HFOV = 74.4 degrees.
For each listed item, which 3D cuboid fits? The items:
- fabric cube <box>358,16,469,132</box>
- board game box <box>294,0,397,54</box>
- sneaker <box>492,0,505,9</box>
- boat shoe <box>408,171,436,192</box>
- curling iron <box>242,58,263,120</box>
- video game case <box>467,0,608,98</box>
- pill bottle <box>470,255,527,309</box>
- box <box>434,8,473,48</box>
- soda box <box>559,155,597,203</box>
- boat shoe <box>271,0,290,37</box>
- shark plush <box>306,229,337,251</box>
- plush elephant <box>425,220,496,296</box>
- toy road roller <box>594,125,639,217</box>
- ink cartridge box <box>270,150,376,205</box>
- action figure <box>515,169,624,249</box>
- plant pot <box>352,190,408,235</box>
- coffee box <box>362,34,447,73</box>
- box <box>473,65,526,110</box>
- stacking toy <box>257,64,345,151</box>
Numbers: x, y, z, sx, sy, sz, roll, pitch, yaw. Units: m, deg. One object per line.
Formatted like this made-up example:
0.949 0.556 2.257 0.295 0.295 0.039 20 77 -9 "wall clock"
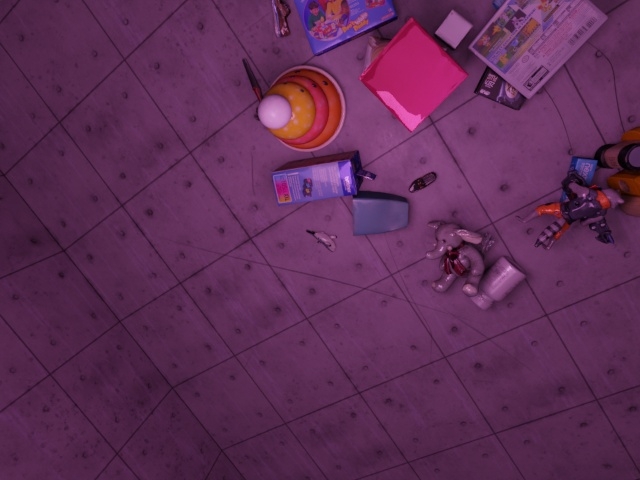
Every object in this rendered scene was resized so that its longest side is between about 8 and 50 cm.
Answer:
0.324 -0.568 1.477 0.258 0.259 0.254 43 114 -3 "fabric cube"
0.095 -0.905 1.637 0.348 0.078 0.233 -17 104 18 "board game box"
0.694 -0.872 1.483 0.150 0.135 0.365 11 110 6 "sneaker"
0.434 -0.247 1.806 0.133 0.042 0.048 -33 101 22 "boat shoe"
-0.289 -0.648 1.834 0.068 0.035 0.273 -12 106 16 "curling iron"
0.741 -0.719 1.463 0.300 0.036 0.329 37 121 -5 "video game case"
0.762 0.189 1.831 0.131 0.131 0.229 36 112 -1 "pill bottle"
0.497 -0.786 1.581 0.101 0.087 0.102 38 112 -2 "box"
1.014 -0.221 1.668 0.071 0.067 0.209 9 110 10 "soda box"
-0.154 -0.921 1.701 0.066 0.066 0.183 -1 118 8 "boat shoe"
0.000 0.000 1.983 0.161 0.073 0.067 21 142 0 "shark plush"
0.557 0.043 1.765 0.255 0.272 0.329 37 84 -15 "plush elephant"
1.212 -0.261 1.544 0.241 0.202 0.329 -28 99 9 "toy road roller"
0.026 -0.270 1.766 0.396 0.270 0.151 -8 108 16 "ink cartridge box"
0.982 -0.072 1.602 0.330 0.178 0.341 -38 96 33 "action figure"
0.257 -0.124 1.828 0.235 0.165 0.165 -1 108 5 "plant pot"
0.323 -0.679 1.640 0.298 0.119 0.168 14 111 8 "coffee box"
0.703 -0.599 1.604 0.180 0.077 0.147 25 113 3 "box"
-0.106 -0.490 1.607 0.351 0.480 0.350 4 110 11 "stacking toy"
